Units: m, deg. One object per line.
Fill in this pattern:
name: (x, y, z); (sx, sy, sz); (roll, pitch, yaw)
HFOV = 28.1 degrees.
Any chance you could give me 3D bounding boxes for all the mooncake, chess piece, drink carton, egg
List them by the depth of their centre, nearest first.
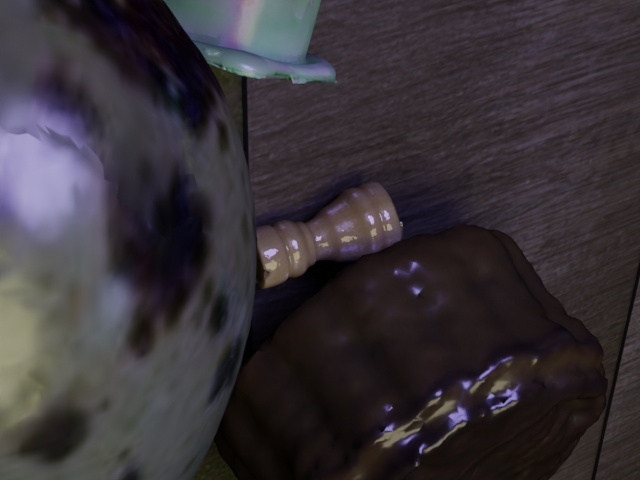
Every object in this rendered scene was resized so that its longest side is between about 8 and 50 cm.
egg: (-0.208, 0.029, 0.662); (0.345, 0.345, 0.428); (-14, 133, -30)
drink carton: (-0.047, -0.187, 0.801); (0.144, 0.146, 0.142); (-10, 119, -62)
chess piece: (0.000, 0.000, 1.035); (0.122, 0.066, 0.066); (-20, 132, -21)
mooncake: (0.082, 0.153, 1.087); (0.324, 0.187, 0.324); (-26, 148, -18)
